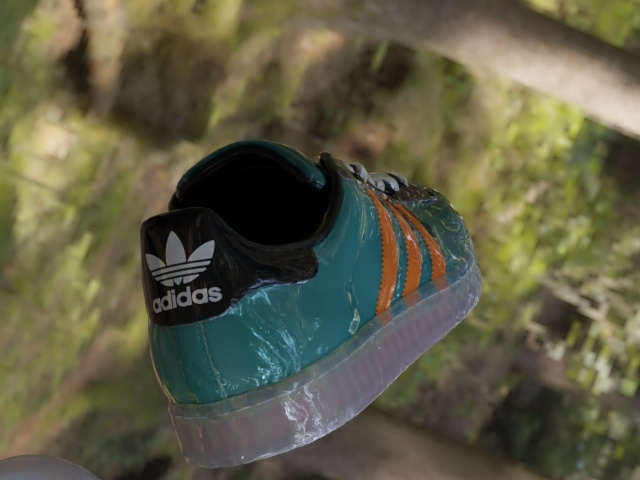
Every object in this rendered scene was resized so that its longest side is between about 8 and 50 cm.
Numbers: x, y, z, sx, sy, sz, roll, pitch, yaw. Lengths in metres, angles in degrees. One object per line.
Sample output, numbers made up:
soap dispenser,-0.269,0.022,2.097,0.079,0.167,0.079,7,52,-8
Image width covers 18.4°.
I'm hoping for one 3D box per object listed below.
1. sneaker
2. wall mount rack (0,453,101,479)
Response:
sneaker,0.000,0.000,0.946,0.302,0.108,0.121,-43,118,-67
wall mount rack,-0.181,0.260,0.761,0.350,0.304,0.130,-51,156,19
